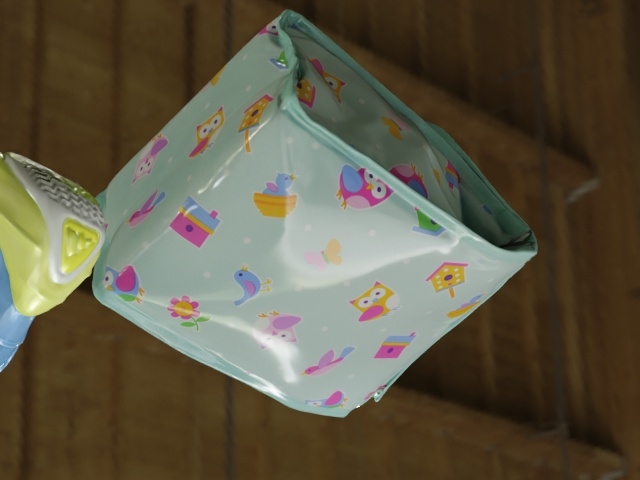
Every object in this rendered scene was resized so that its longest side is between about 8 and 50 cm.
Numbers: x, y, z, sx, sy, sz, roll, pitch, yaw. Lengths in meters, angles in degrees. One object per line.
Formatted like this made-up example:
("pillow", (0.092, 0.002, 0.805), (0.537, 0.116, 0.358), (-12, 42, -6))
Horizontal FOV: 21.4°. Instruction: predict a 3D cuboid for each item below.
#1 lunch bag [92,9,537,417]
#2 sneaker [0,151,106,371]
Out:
("lunch bag", (0.000, 0.000, 1.237), (0.262, 0.223, 0.160), (34, -155, -27))
("sneaker", (-0.211, -0.004, 0.809), (0.091, 0.240, 0.126), (35, -99, -47))
